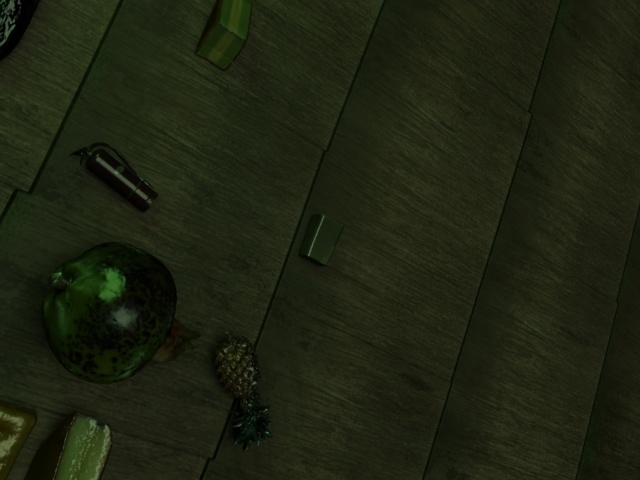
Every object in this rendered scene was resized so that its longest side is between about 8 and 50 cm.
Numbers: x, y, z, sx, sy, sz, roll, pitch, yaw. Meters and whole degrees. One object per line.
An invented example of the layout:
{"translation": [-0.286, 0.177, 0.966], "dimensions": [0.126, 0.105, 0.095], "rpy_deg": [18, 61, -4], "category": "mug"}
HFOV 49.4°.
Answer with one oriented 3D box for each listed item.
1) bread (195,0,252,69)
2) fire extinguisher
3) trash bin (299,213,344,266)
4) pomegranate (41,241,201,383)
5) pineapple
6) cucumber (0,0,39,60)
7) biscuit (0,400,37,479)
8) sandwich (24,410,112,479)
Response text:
{"translation": [-0.184, -0.412, 1.343], "dimensions": [0.074, 0.084, 0.139], "rpy_deg": [25, 44, -27], "category": "bread"}
{"translation": [-0.354, -0.119, 1.211], "dimensions": [0.157, 0.045, 0.078], "rpy_deg": [41, 40, -22], "category": "fire extinguisher"}
{"translation": [0.000, 0.000, 1.417], "dimensions": [0.061, 0.043, 0.092], "rpy_deg": [29, 77, -27], "category": "trash bin"}
{"translation": [-0.330, 0.127, 1.148], "dimensions": [0.204, 0.276, 0.222], "rpy_deg": [26, 76, 14], "category": "pomegranate"}
{"translation": [-0.145, 0.274, 1.285], "dimensions": [0.083, 0.103, 0.221], "rpy_deg": [-13, 96, 3], "category": "pineapple"}
{"translation": [-0.490, -0.397, 1.124], "dimensions": [0.074, 0.074, 0.241], "rpy_deg": [22, 77, -28], "category": "cucumber"}
{"translation": [-0.550, 0.322, 1.071], "dimensions": [0.174, 0.039, 0.183], "rpy_deg": [34, 71, -23], "category": "biscuit"}
{"translation": [-0.417, 0.404, 1.115], "dimensions": [0.094, 0.096, 0.258], "rpy_deg": [28, 72, -34], "category": "sandwich"}
